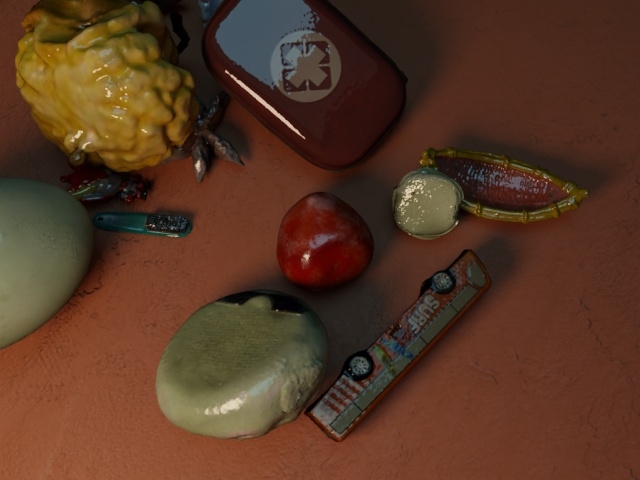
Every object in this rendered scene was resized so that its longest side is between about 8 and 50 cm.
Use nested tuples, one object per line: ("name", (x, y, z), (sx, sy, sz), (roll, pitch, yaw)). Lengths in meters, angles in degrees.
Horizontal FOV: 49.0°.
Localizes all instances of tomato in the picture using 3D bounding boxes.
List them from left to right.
("tomato", (0.000, 0.000, 1.266), (0.187, 0.151, 0.187), (-2, 68, 5))

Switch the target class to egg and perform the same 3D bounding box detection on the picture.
("egg", (-0.569, 0.045, 1.178), (0.388, 0.276, 0.276), (-30, 71, -14))

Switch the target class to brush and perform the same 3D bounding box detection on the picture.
("brush", (-0.344, -0.036, 1.343), (0.193, 0.032, 0.043), (6, 68, 1))

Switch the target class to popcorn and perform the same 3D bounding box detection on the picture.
("popcorn", (-0.367, -0.303, 1.303), (0.349, 0.349, 0.382), (29, 46, 11))

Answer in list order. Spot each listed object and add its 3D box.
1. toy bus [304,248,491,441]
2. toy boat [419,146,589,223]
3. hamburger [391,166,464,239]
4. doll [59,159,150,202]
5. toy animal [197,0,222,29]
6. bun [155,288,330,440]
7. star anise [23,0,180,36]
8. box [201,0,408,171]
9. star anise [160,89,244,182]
("toy bus", (0.140, 0.177, 1.223), (0.409, 0.093, 0.092), (-43, 82, -14))
("toy boat", (0.339, -0.106, 1.336), (0.317, 0.099, 0.141), (14, 72, 3))
("hamburger", (0.196, -0.066, 1.303), (0.133, 0.140, 0.062), (22, 25, 7))
("doll", (-0.419, -0.106, 1.361), (0.169, 0.057, 0.109), (11, 48, -8))
("toy animal", (-0.139, -0.498, 1.466), (0.204, 0.156, 0.208), (34, 76, 17))
("bun", (-0.114, 0.224, 1.151), (0.293, 0.187, 0.293), (-18, 32, 11))
("star anise", (-0.462, -0.529, 1.505), (0.349, 0.109, 0.293), (-7, 63, -2))
("box", (-0.029, -0.322, 1.342), (0.404, 0.108, 0.263), (40, 87, -7))
("star anise", (-0.248, -0.211, 1.397), (0.171, 0.063, 0.208), (-11, 69, 0))
